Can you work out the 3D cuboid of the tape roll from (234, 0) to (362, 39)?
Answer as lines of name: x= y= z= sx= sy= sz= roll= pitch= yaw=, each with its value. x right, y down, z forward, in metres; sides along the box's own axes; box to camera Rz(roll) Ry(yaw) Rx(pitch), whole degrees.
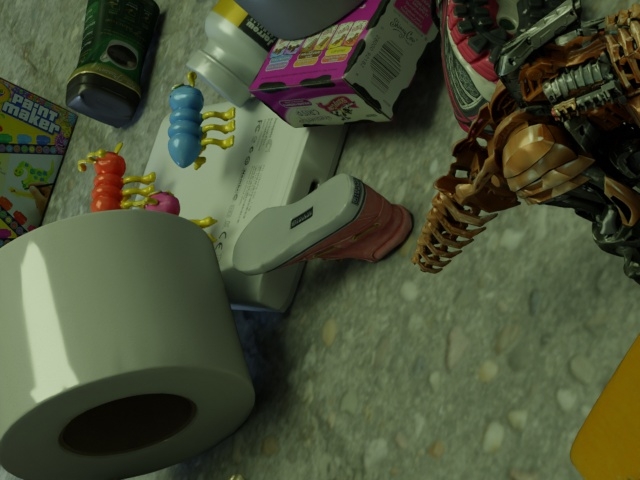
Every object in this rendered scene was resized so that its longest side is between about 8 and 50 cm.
tape roll: x=0.001 y=-0.299 z=1.380 sx=0.219 sy=0.072 sz=0.219 roll=-33 pitch=36 yaw=28

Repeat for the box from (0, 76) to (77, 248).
box: x=-0.533 y=-0.077 z=2.149 sx=0.290 sy=0.177 sz=0.279 roll=-8 pitch=61 yaw=56

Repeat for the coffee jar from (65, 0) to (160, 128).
coffee jar: x=-0.278 y=-0.245 z=1.942 sx=0.079 sy=0.096 sz=0.184 roll=-28 pitch=45 yaw=51

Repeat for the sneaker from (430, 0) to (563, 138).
sneaker: x=0.141 y=-0.220 z=1.243 sx=0.112 sy=0.120 sz=0.299 roll=102 pitch=178 yaw=-50

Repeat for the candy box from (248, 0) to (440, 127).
candy box: x=0.048 y=-0.221 z=1.378 sx=0.159 sy=0.071 sz=0.233 roll=3 pitch=61 yaw=55

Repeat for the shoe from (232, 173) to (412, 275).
shoe: x=0.000 y=0.000 z=1.329 sx=0.178 sy=0.081 sz=0.063 roll=-28 pitch=46 yaw=43

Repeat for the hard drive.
hard drive: x=-0.107 y=-0.041 z=1.568 sx=0.353 sy=0.047 sz=0.233 roll=-1 pitch=68 yaw=57

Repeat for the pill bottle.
pill bottle: x=-0.056 y=-0.234 z=1.538 sx=0.184 sy=0.103 sz=0.103 roll=-52 pitch=30 yaw=-1

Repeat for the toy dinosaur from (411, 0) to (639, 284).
toy dinosaur: x=0.181 y=-0.073 z=0.956 sx=0.322 sy=0.218 sz=0.164 roll=-15 pitch=57 yaw=53

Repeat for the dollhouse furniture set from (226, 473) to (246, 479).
dollhouse furniture set: x=-0.111 y=0.322 z=1.110 sx=0.262 sy=0.135 sz=0.259 roll=-46 pitch=-1 yaw=-13

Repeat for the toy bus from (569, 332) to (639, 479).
toy bus: x=0.258 y=0.159 z=0.751 sx=0.108 sy=0.130 sz=0.333 roll=-59 pitch=30 yaw=9

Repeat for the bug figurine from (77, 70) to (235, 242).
bug figurine: x=-0.185 y=-0.043 z=1.541 sx=0.279 sy=0.072 sz=0.216 roll=-32 pitch=53 yaw=52

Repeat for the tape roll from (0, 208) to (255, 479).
tape roll: x=-0.198 y=0.104 z=1.373 sx=0.246 sy=0.246 sz=0.169 roll=-40 pitch=55 yaw=37
